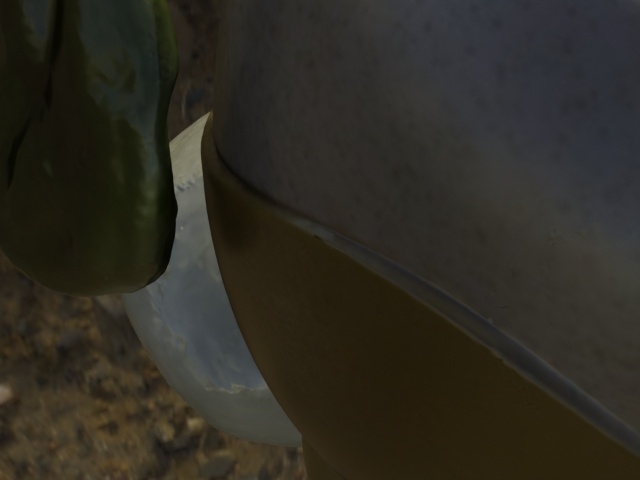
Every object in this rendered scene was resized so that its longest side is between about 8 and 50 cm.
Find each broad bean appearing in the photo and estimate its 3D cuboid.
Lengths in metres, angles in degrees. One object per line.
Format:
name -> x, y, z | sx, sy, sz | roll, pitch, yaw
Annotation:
broad bean -> -0.112, -0.052, 0.722 | 0.072, 0.206, 0.153 | -34, 73, -28

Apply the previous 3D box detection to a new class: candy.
candy -> 0.000, 0.000, 1.093 | 0.295, 0.185, 0.295 | 8, 54, -11

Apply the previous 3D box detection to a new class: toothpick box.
toothpick box -> 0.140, -0.045, 0.753 | 0.409, 0.425, 0.409 | 4, 52, -5
